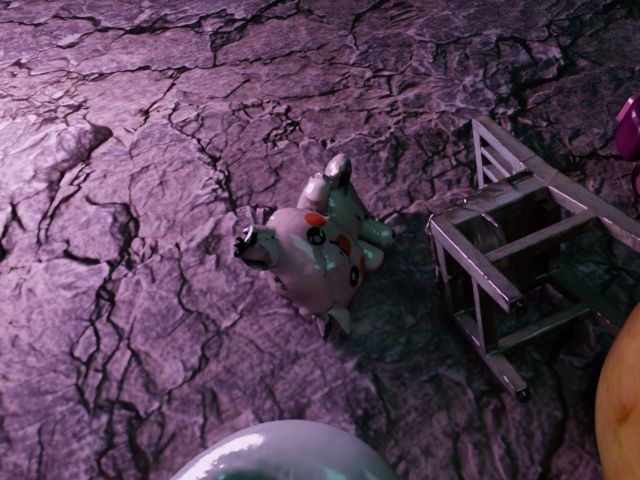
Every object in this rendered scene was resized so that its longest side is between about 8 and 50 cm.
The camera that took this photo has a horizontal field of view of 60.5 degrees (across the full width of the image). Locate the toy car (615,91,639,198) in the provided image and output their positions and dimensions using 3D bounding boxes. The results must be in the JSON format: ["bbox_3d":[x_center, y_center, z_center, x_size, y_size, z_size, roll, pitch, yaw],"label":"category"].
[{"bbox_3d":[0.549,-0.133,0.631,0.271,0.241,0.340,-31,59,-29],"label":"toy car"}]

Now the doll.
[{"bbox_3d":[0.000,0.000,0.576,0.095,0.149,0.192,-20,25,37],"label":"doll"}]

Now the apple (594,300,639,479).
[{"bbox_3d":[0.348,0.152,0.333,0.338,0.305,0.339,8,54,-11],"label":"apple"}]

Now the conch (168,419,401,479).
[{"bbox_3d":[-0.038,0.224,0.361,0.220,0.121,0.185,-19,51,-11],"label":"conch"}]

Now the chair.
[{"bbox_3d":[0.176,0.001,0.551,0.147,0.136,0.270,-23,39,-5],"label":"chair"}]
